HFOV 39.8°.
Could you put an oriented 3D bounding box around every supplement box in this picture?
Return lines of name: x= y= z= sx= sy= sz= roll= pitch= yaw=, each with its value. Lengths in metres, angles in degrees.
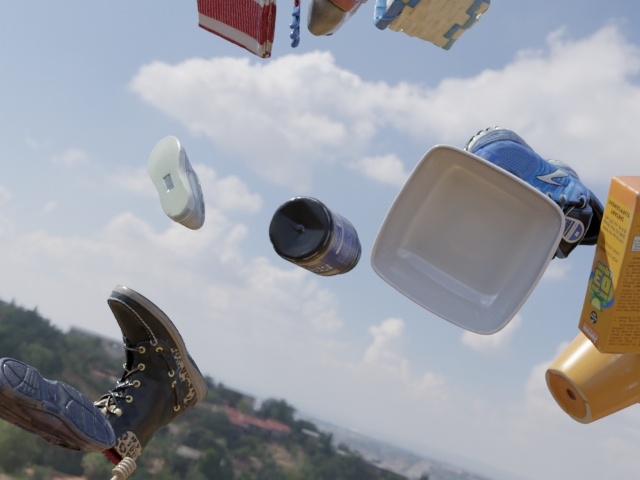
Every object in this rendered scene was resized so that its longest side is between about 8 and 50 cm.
supplement box: x=0.414 y=0.035 z=1.178 sx=0.080 sy=0.233 sz=0.078 roll=-1 pitch=22 yaw=-11

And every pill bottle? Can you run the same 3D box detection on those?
pill bottle: x=0.000 y=0.000 z=1.637 sx=0.123 sy=0.122 sz=0.219 roll=14 pitch=-6 yaw=23

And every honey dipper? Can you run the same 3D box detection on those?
honey dipper: x=-0.394 y=0.454 z=1.600 sx=0.031 sy=0.030 sz=0.161 roll=15 pitch=33 yaw=24

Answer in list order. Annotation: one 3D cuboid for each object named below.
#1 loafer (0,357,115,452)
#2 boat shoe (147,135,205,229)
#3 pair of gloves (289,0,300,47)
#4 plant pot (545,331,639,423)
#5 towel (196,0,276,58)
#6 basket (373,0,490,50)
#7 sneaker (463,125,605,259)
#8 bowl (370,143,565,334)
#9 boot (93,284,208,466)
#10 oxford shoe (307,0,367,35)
loafer: x=-0.511 y=0.318 z=1.636 sx=0.302 sy=0.095 sz=0.109 roll=46 pitch=15 yaw=-41
boat shoe: x=-0.269 y=-0.105 z=1.682 sx=0.081 sy=0.079 sz=0.227 roll=48 pitch=15 yaw=-47
pair of gloves: x=-0.052 y=-0.504 z=1.820 sx=0.023 sy=0.159 sz=0.198 roll=0 pitch=-42 yaw=0
plant pot: x=0.552 y=0.255 z=1.730 sx=0.205 sy=0.188 sz=0.205 roll=53 pitch=-17 yaw=24
towel: x=-0.177 y=-0.560 z=1.812 sx=0.237 sy=0.329 sz=0.037 roll=33 pitch=43 yaw=33
basket: x=0.147 y=-0.484 z=1.514 sx=0.289 sy=0.254 sz=0.201 roll=22 pitch=-43 yaw=-15
sneaker: x=0.298 y=-0.058 z=1.219 sx=0.330 sy=0.129 sz=0.147 roll=8 pitch=29 yaw=-42
bowl: x=0.131 y=-0.002 z=0.783 sx=0.142 sy=0.142 sz=0.053 roll=31 pitch=18 yaw=9
boot: x=-0.442 y=0.320 z=2.039 sx=0.138 sy=0.284 sz=0.377 roll=11 pitch=-44 yaw=41
oxford shoe: x=0.022 y=-0.546 z=2.036 sx=0.123 sy=0.130 sz=0.348 roll=39 pitch=20 yaw=-3
